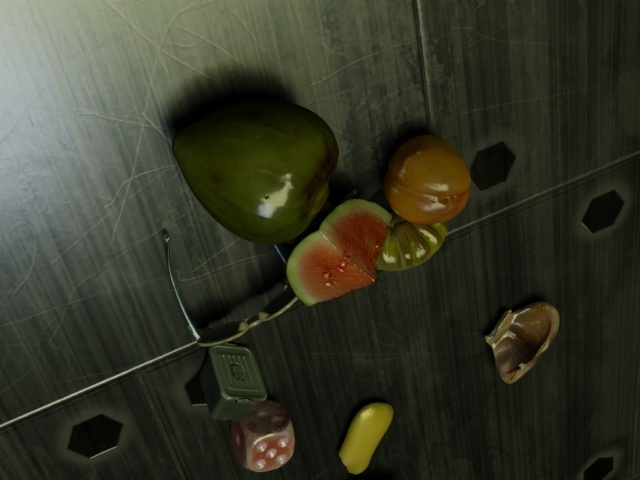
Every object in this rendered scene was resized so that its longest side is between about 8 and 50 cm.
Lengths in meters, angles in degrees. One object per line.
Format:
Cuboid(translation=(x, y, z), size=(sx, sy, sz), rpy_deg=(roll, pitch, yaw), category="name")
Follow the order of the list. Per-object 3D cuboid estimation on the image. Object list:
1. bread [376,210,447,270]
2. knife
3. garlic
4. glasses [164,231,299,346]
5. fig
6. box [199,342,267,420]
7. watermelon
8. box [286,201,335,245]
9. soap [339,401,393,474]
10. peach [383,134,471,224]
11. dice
Cuboid(translation=(0.134, 0.005, 1.573), size=(0.157, 0.094, 0.083), rpy_deg=(-12, 136, 5), category="bread")
Cuboid(translation=(0.000, 0.000, 1.547), size=(0.030, 0.014, 0.207), rpy_deg=(25, 110, -37), category="knife")
Cuboid(translation=(0.394, 0.195, 1.842), size=(0.174, 0.099, 0.124), rpy_deg=(-51, 145, 11), category="garlic")
Cuboid(translation=(-0.138, 0.059, 1.462), size=(0.189, 0.088, 0.220), rpy_deg=(-27, 129, -3), category="glasses")
Cuboid(translation=(-0.093, -0.105, 1.329), size=(0.225, 0.203, 0.203), rpy_deg=(22, 114, 0), category="fig")
Cuboid(translation=(-0.147, 0.235, 1.569), size=(0.084, 0.122, 0.069), rpy_deg=(9, 129, -31), category="box")
Cuboid(translation=(0.030, 0.000, 1.457), size=(0.137, 0.145, 0.193), rpy_deg=(15, 143, 3), category="watermelon")
Cuboid(translation=(0.006, -0.017, 1.515), size=(0.155, 0.023, 0.087), rpy_deg=(24, 108, -32), category="box")
Cuboid(translation=(0.083, 0.377, 1.842), size=(0.089, 0.033, 0.168), rpy_deg=(11, 116, -31), category="soap")
Cuboid(translation=(0.170, -0.092, 1.497), size=(0.138, 0.138, 0.138), rpy_deg=(-14, 127, -19), category="peach")
Cuboid(translation=(-0.101, 0.341, 1.679), size=(0.091, 0.093, 0.094), rpy_deg=(-7, 126, -23), category="dice")
